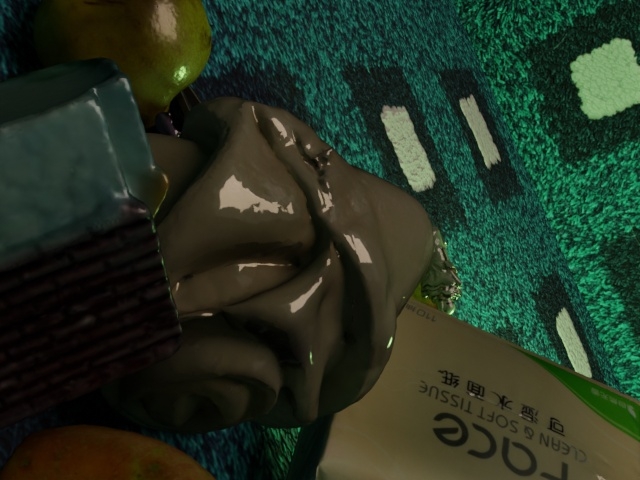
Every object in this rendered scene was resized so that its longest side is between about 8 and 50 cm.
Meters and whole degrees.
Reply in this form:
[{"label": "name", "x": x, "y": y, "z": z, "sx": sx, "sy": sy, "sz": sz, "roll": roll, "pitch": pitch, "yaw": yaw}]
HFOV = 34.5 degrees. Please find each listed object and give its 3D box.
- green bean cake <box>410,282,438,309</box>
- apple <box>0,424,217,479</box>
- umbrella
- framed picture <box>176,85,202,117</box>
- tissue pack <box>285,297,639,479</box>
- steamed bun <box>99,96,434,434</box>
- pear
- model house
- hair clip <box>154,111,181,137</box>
[{"label": "green bean cake", "x": 0.099, "y": 0.041, "z": 1.638, "sx": 0.224, "sy": 0.131, "sz": 0.229, "roll": 5, "pitch": 67, "yaw": -61}, {"label": "apple", "x": -0.170, "y": 0.272, "z": 0.776, "sx": 0.226, "sy": 0.246, "sz": 0.246, "roll": 87, "pitch": -4, "yaw": -57}, {"label": "umbrella", "x": 0.177, "y": 0.045, "z": 1.570, "sx": 0.067, "sy": 0.062, "sz": 0.143, "roll": -6, "pitch": 75, "yaw": -26}, {"label": "framed picture", "x": -0.138, "y": -0.129, "z": 1.305, "sx": 0.197, "sy": 0.014, "sz": 0.252, "roll": 57, "pitch": 3, "yaw": -42}, {"label": "tissue pack", "x": 0.179, "y": 0.272, "z": 1.256, "sx": 0.405, "sy": 0.205, "sz": 0.331, "roll": 23, "pitch": 42, "yaw": -4}, {"label": "steamed bun", "x": -0.092, "y": 0.056, "z": 0.978, "sx": 0.368, "sy": 0.342, "sz": 0.255, "roll": 35, "pitch": 35, "yaw": -26}, {"label": "pear", "x": -0.218, "y": -0.227, "z": 1.155, "sx": 0.200, "sy": 0.200, "sz": 0.200, "roll": 46, "pitch": 31, "yaw": -38}, {"label": "model house", "x": -0.242, "y": 0.026, "z": 0.775, "sx": 0.230, "sy": 0.281, "sz": 0.248, "roll": -143, "pitch": -145, "yaw": -64}, {"label": "hair clip", "x": -0.168, "y": -0.071, "z": 1.239, "sx": 0.137, "sy": 0.090, "sz": 0.278, "roll": 62, "pitch": 3, "yaw": 25}]
